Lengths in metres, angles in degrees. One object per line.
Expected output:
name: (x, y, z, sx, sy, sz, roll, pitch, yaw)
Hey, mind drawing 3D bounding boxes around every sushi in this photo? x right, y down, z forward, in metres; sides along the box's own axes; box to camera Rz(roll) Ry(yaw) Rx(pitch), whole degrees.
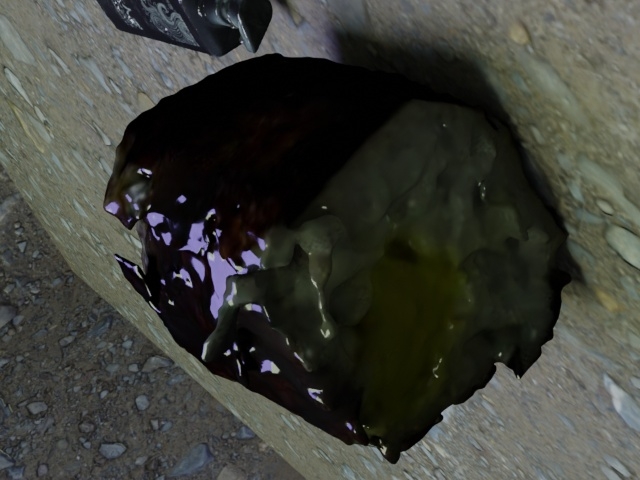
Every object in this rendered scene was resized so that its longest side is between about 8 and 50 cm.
sushi: (0.002, -0.001, 0.998, 0.299, 0.281, 0.294, 45, 169, -35)

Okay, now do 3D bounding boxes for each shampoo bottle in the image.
shampoo bottle: (-0.139, -0.243, 1.206, 0.309, 0.071, 0.098, 23, 145, 53)
